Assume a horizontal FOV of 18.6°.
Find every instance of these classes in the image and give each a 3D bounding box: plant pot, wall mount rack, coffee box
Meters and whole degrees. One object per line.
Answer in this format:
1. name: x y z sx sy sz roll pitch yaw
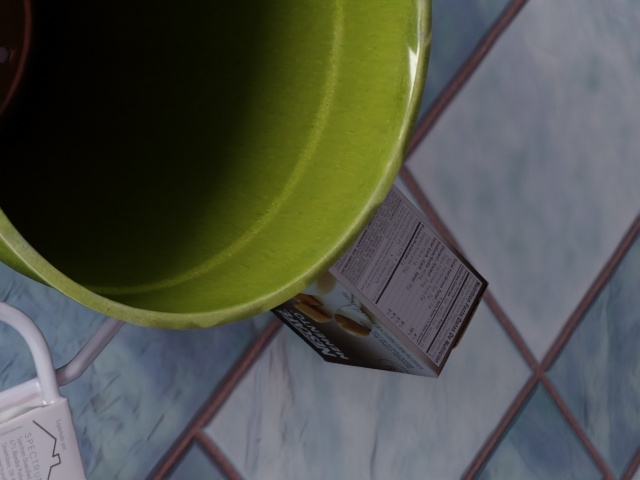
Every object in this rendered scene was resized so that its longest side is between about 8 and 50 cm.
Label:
1. plant pot: -0.183 -0.145 1.241 0.366 0.353 0.367 -5 98 -42
2. wall mount rack: -0.201 0.188 1.419 0.304 0.130 0.350 -21 108 -35
3. coffee box: 0.000 0.000 1.563 0.246 0.141 0.098 45 65 -36
